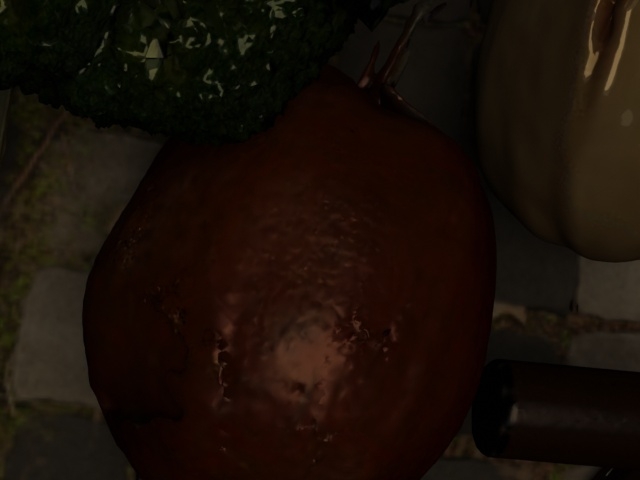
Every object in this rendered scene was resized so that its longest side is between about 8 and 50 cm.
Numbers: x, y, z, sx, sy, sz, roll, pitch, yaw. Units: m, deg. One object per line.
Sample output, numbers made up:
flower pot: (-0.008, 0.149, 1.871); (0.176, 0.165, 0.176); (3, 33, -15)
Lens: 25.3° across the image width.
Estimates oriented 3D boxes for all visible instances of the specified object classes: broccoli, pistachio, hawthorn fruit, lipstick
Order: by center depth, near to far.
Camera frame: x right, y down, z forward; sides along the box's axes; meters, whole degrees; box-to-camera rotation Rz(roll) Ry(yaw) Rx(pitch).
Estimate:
broccoli: (-0.097, -0.198, 0.663); (0.304, 0.321, 0.283); (-10, 139, -12)
hawthorn fruit: (0.000, 0.000, 0.746); (0.211, 0.211, 0.299); (23, 87, -12)
pistachio: (0.195, -0.138, 0.776); (0.194, 0.214, 0.318); (16, 86, 26)
lipstick: (0.259, 0.107, 0.791); (0.357, 0.057, 0.057); (6, 94, -12)

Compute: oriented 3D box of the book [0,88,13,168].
book: (-0.266, -0.034, 0.739); (0.201, 0.026, 0.289); (8, 77, -11)

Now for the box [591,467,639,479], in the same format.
box: (0.255, 0.212, 0.871); (0.215, 0.086, 0.215); (45, 85, -11)
